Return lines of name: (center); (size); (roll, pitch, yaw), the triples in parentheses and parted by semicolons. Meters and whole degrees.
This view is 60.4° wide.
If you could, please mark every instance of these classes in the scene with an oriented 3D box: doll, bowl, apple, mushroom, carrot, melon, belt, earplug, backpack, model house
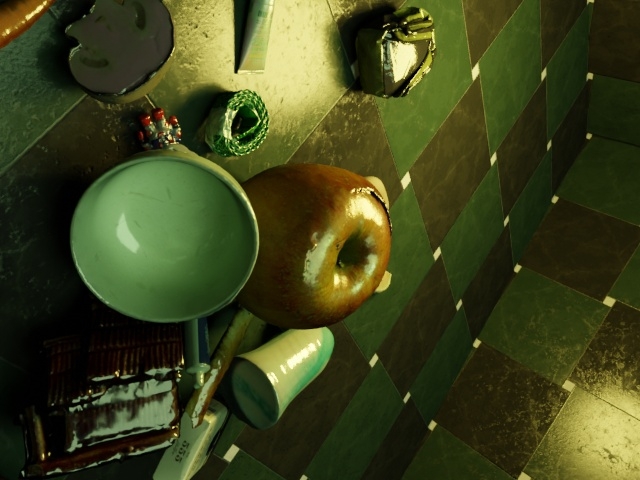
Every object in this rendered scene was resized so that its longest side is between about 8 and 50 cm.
doll: (-0.282, -0.154, 1.041); (0.104, 0.062, 0.194); (-42, 132, -33)
bowl: (-0.270, -0.023, 0.981); (0.307, 0.163, 0.307); (-5, 116, -11)
apple: (-0.045, 0.006, 1.207); (0.384, 0.374, 0.374); (-24, 127, -38)
mushroom: (-0.311, -0.295, 0.879); (0.188, 0.141, 0.117); (-53, 177, -17)
carrot: (-0.467, -0.269, 0.738); (0.336, 0.069, 0.069); (-52, 143, -31)
melon: (0.195, 0.138, 1.864); (0.182, 0.054, 0.097); (26, 73, -56)
belt: (-0.177, -0.236, 1.126); (0.121, 0.079, 0.151); (53, 54, -40)
earplug: (-0.080, 0.310, 1.393); (0.324, 0.185, 0.185); (-27, 129, -51)
backpack: (0.208, -0.494, 1.431); (0.253, 0.140, 0.207); (-39, 139, -28)
model house: (-0.392, 0.234, 1.022); (0.317, 0.297, 0.282); (-4, 90, -27)

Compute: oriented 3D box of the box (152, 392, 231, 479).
box: (-0.284, 0.458, 1.281); (0.168, 0.071, 0.259); (-64, 172, -4)

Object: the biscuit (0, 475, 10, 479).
biscuit: (-0.622, 0.496, 0.819); (0.343, 0.166, 0.395); (-30, 139, -20)

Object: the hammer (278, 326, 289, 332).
hammer: (-0.067, 0.253, 1.556); (0.116, 0.070, 0.193); (-38, 141, -37)

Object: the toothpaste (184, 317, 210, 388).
toothpaste: (-0.255, 0.171, 1.128); (0.069, 0.047, 0.268); (39, 33, -51)

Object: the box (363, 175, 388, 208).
box: (0.129, -0.099, 1.554); (0.200, 0.088, 0.145); (-50, 127, -54)

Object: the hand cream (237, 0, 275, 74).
hand cream: (-0.128, -0.424, 1.115); (0.076, 0.047, 0.174); (-20, 133, -47)

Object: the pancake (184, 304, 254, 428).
pancake: (-0.215, 0.256, 1.226); (0.197, 0.054, 0.376); (-55, -174, 42)
